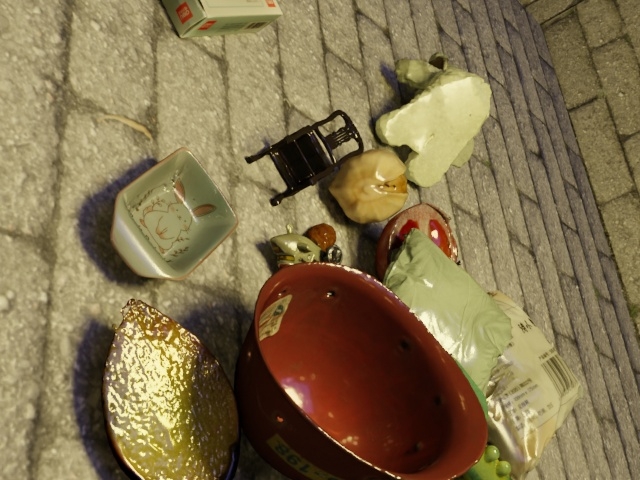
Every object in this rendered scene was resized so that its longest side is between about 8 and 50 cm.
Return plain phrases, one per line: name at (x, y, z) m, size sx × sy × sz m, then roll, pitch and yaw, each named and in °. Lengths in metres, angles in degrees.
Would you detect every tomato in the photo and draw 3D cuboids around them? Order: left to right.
tomato at (0.186, 0.021, 1.572) m, size 0.228 × 0.112 × 0.199 m, roll 3°, pitch 87°, yaw -43°

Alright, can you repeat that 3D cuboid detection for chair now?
chair at (-0.020, -0.164, 1.428) m, size 0.106 × 0.113 × 0.229 m, roll 61°, pitch 34°, yaw -6°

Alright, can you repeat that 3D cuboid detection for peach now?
peach at (-0.208, 0.212, 0.968) m, size 0.189 × 0.068 × 0.279 m, roll -17°, pitch 85°, yaw -48°

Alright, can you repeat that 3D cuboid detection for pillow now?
pillow at (0.219, 0.167, 1.392) m, size 0.310 × 0.138 × 0.283 m, roll 44°, pitch 49°, yaw -8°

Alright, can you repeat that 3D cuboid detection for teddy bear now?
teddy bear at (0.283, -0.336, 1.977) m, size 0.327 × 0.375 × 0.362 m, roll 51°, pitch -6°, yaw -18°

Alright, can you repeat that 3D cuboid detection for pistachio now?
pistachio at (0.109, -0.115, 1.555) m, size 0.157 × 0.157 × 0.229 m, roll 63°, pitch 26°, yaw -2°

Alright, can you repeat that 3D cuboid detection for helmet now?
helmet at (0.021, 0.238, 1.097) m, size 0.385 × 0.230 × 0.337 m, roll 34°, pitch 34°, yaw -11°

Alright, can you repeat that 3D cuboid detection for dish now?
dish at (-0.230, -0.026, 1.095) m, size 0.154 × 0.064 × 0.234 m, roll 56°, pitch 33°, yaw -12°

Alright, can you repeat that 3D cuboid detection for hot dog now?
hot dog at (0.000, 0.000, 1.420) m, size 0.058 × 0.035 × 0.083 m, roll 59°, pitch 33°, yaw -9°

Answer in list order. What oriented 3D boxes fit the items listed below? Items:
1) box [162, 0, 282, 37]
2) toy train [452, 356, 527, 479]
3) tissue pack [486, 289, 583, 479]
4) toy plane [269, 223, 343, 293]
box at (-0.195, -0.470, 1.423) m, size 0.269 × 0.079 × 0.135 m, roll -30°, pitch 93°, yaw -57°
toy train at (0.229, 0.389, 1.296) m, size 0.369 × 0.237 × 0.150 m, roll 50°, pitch 34°, yaw -21°
tissue pack at (0.377, 0.288, 1.589) m, size 0.375 × 0.195 × 0.390 m, roll -11°, pitch 64°, yaw -52°
toy plane at (0.010, 0.075, 1.347) m, size 0.286 × 0.092 × 0.108 m, roll 36°, pitch 64°, yaw -35°
